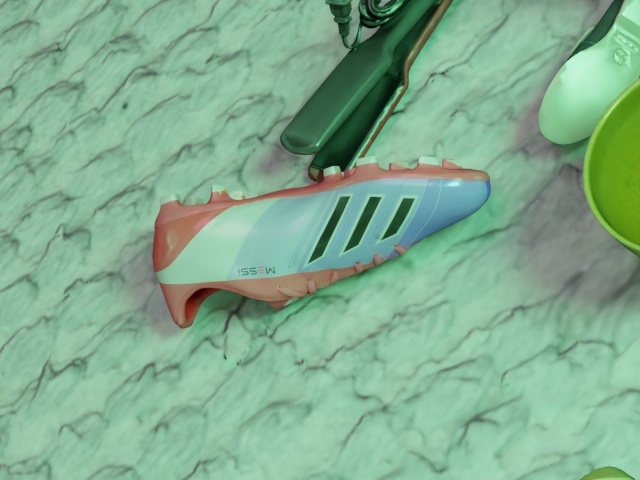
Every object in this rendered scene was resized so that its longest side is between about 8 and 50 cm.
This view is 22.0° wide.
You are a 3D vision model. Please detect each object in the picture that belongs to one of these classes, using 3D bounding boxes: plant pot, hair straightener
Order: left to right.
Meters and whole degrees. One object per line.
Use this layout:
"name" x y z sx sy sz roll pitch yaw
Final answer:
"hair straightener" 0.047 -0.150 1.154 0.047 0.089 0.230 30 79 45
"plant pot" 0.232 -0.028 0.954 0.134 0.095 0.134 -16 54 24

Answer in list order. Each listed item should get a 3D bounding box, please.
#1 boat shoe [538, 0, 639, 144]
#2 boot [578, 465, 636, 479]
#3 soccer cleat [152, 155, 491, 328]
"boat shoe" 0.186 -0.118 1.078 0.137 0.049 0.043 -55 6 -6
"boot" 0.148 0.266 0.823 0.203 0.095 0.262 31 78 40
"soccer cleat" 0.000 0.000 1.107 0.248 0.083 0.095 -8 87 22
